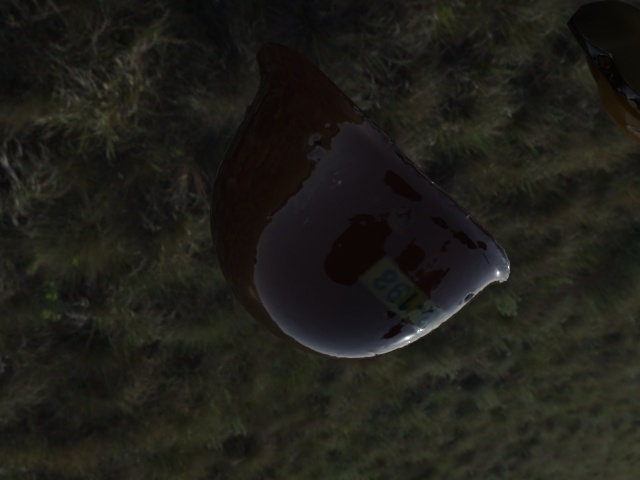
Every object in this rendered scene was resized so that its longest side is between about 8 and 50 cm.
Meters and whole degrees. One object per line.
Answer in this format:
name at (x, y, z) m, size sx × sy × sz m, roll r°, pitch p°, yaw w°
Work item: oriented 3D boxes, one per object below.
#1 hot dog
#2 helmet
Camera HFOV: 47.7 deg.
hot dog at (0.516, -0.227, 1.113) m, size 0.194 × 0.326 × 0.107 m, roll -28°, pitch 164°, yaw -23°
helmet at (0.000, 0.000, 0.806) m, size 0.230 × 0.337 × 0.385 m, roll -49°, pitch 135°, yaw -2°
